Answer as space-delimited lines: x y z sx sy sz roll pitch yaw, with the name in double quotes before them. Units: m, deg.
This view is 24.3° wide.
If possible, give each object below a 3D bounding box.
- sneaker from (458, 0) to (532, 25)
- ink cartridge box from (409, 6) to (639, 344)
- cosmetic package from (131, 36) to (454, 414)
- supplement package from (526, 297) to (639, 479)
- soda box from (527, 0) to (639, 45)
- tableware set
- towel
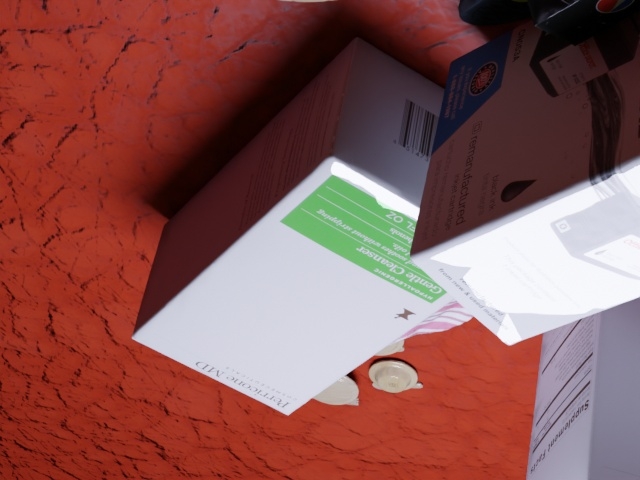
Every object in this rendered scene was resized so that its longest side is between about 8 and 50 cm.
"sneaker" 0.177 -0.236 1.112 0.069 0.082 0.209 2 154 -38
"ink cartridge box" 0.233 -0.084 1.097 0.307 0.223 0.129 -25 126 39
"cosmetic package" 0.000 0.000 1.388 0.197 0.155 0.365 27 139 -19
"supplement package" 0.307 0.168 1.392 0.178 0.293 0.175 17 142 -6
"soda box" 0.224 -0.202 1.036 0.169 0.053 0.060 -29 152 34
"tableware set" 0.035 0.132 1.652 0.141 0.020 0.168 -4 138 18
"towel" 0.126 0.065 1.462 0.144 0.029 0.197 -12 162 -40
